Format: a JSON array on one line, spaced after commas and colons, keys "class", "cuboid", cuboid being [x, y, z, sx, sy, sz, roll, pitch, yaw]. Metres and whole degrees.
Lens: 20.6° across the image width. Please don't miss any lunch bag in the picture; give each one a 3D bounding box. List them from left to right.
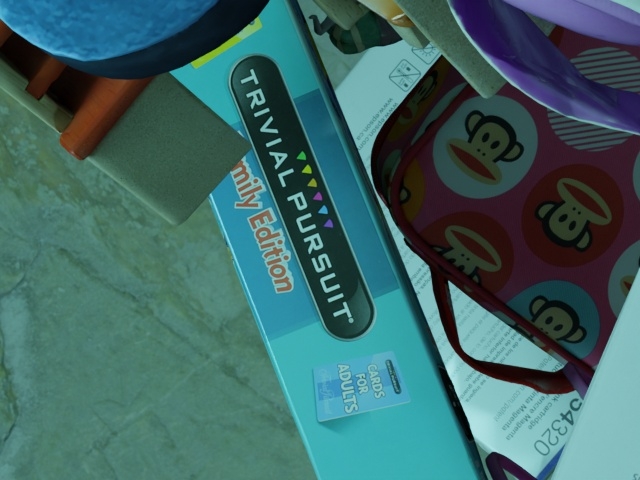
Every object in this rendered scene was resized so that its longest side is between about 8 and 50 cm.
[{"class": "lunch bag", "cuboid": [0.183, -0.015, 1.104, 0.293, 0.258, 0.120, 39, -174, -14]}]

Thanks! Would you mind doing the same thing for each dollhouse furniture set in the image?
[{"class": "dollhouse furniture set", "cuboid": [-0.032, -0.146, 0.743, 0.135, 0.259, 0.262, 42, 179, -39]}]

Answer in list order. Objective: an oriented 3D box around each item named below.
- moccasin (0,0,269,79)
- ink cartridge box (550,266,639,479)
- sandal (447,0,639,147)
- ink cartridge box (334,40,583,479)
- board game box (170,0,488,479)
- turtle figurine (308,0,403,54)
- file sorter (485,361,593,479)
[{"class": "moccasin", "cuboid": [-0.077, -0.206, 0.506, 0.117, 0.137, 0.342, 40, -147, -78]}, {"class": "ink cartridge box", "cuboid": [0.222, 0.159, 0.590, 0.309, 0.272, 0.130, 19, 168, 32]}, {"class": "sandal", "cuboid": [0.112, -0.059, 0.561, 0.169, 0.102, 0.416, 32, -168, 29]}, {"class": "ink cartridge box", "cuboid": [0.150, -0.033, 1.360, 0.330, 0.324, 0.071, 42, -173, 17]}, {"class": "board game box", "cuboid": [0.000, 0.000, 0.992, 0.254, 0.079, 0.336, 46, -158, -82]}, {"class": "turtle figurine", "cuboid": [0.067, -0.184, 1.040, 0.118, 0.175, 0.234, 22, -165, -2]}, {"class": "file sorter", "cuboid": [0.251, 0.088, 0.888, 0.202, 0.291, 0.182, 39, -171, -16]}]
